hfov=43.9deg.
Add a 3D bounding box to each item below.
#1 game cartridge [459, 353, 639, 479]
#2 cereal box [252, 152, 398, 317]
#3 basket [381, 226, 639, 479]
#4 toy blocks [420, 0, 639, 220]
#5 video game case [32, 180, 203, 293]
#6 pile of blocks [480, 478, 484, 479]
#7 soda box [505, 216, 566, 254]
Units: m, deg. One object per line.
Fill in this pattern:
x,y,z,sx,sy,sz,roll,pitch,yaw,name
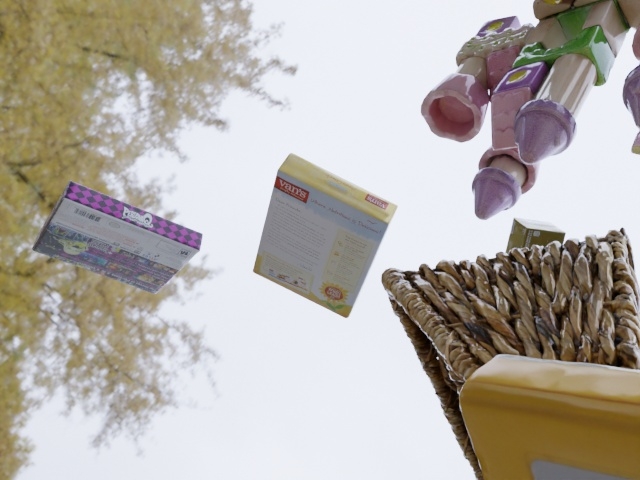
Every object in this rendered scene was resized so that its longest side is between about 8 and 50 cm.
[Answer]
0.234,0.200,0.370,0.323,0.052,0.286,-2,-67,54,game cartridge
0.000,0.000,1.169,0.172,0.047,0.240,27,-41,6,cereal box
0.183,0.174,0.681,0.222,0.214,0.299,-11,-56,23,basket
0.209,-0.161,0.732,0.288,0.260,0.309,-5,-51,45,toy blocks
-0.343,0.003,1.333,0.232,0.042,0.210,22,-34,-22,video game case
0.025,0.322,0.744,0.361,0.113,0.149,2,-64,-10,pile of blocks
0.296,0.063,1.150,0.061,0.058,0.182,7,-74,-10,soda box
